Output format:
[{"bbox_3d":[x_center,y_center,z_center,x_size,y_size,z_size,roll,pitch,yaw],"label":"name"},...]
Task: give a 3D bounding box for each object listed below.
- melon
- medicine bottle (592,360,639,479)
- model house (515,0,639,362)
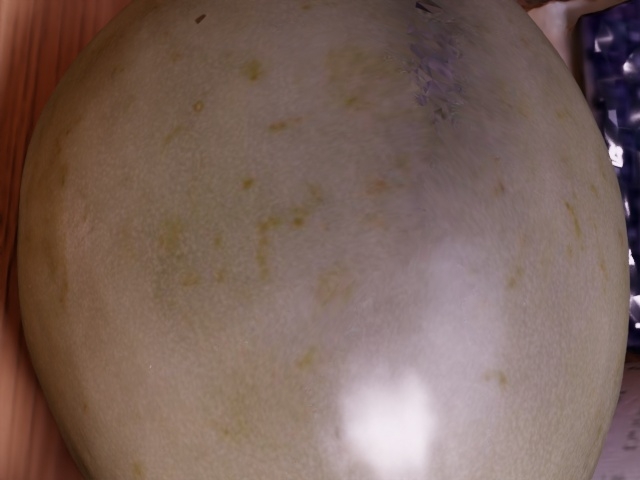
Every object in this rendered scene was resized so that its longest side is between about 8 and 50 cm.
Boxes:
[{"bbox_3d":[0.001,0.013,0.794,0.272,0.272,0.308,53,29,-32],"label":"melon"},{"bbox_3d":[0.146,0.157,0.908,0.202,0.316,0.202,12,74,-49],"label":"medicine bottle"},{"bbox_3d":[0.194,-0.041,1.033,0.298,0.284,0.243,-6,95,-51],"label":"model house"}]
